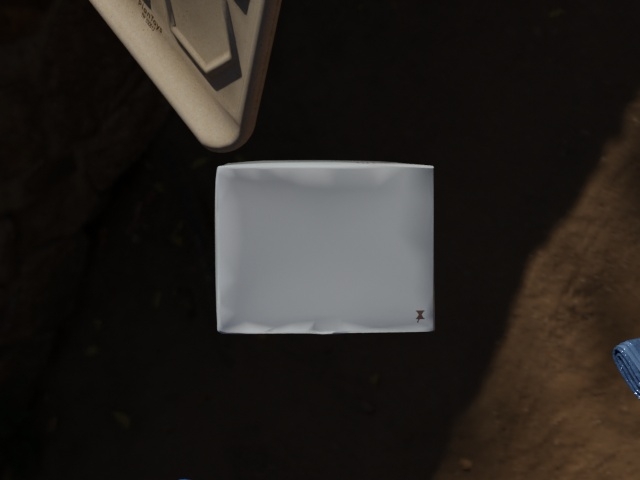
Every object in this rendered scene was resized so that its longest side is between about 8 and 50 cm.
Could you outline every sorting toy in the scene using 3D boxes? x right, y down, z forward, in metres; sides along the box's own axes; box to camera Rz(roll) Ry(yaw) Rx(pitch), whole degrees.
[{"bbox_3d":[-0.075,-0.176,0.620,0.193,0.038,0.208,51,147,20],"label":"sorting toy"}]

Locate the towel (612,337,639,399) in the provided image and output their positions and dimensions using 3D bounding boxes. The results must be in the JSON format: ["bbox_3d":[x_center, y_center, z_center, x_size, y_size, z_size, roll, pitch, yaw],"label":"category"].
[{"bbox_3d":[0.360,0.124,1.229,0.067,0.119,0.029,62,150,31],"label":"towel"}]

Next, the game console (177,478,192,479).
[{"bbox_3d":[-0.065,0.378,0.956,0.293,0.250,0.173,34,110,-2],"label":"game console"}]

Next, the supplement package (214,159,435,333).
[{"bbox_3d":[0.000,0.000,1.126,0.203,0.194,0.149,-127,37,-85],"label":"supplement package"}]
